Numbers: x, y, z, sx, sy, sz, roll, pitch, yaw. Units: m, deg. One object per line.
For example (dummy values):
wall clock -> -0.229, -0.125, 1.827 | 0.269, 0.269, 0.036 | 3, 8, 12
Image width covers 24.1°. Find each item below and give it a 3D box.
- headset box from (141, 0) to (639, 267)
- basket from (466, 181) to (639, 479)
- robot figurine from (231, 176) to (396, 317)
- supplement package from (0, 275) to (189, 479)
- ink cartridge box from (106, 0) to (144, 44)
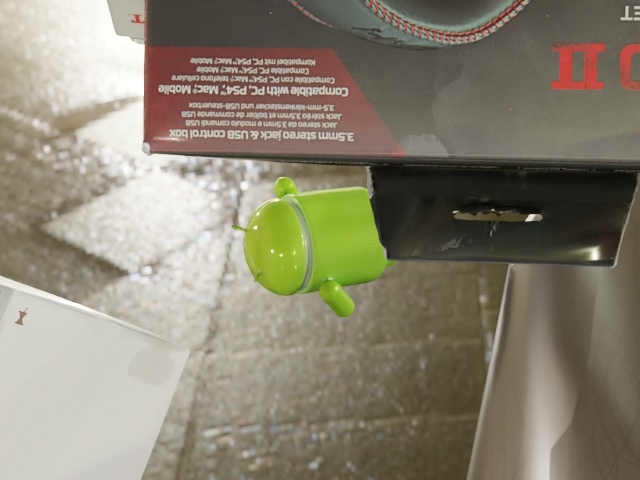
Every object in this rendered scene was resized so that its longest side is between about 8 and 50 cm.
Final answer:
headset box -> 0.061, -0.139, 0.469 | 0.218, 0.293, 0.110 | 2, 5, 7
basket -> 0.137, 0.082, 0.618 | 0.154, 0.204, 0.227 | 27, 38, -11
robot figurine -> 0.000, 0.000, 1.004 | 0.115, 0.067, 0.101 | -9, 58, -25
supplement package -> -0.237, 0.093, 0.986 | 0.203, 0.149, 0.194 | 18, -5, 32
ink cartridge box -> -0.067, -0.220, 0.942 | 0.148, 0.203, 0.086 | 6, 54, 9
